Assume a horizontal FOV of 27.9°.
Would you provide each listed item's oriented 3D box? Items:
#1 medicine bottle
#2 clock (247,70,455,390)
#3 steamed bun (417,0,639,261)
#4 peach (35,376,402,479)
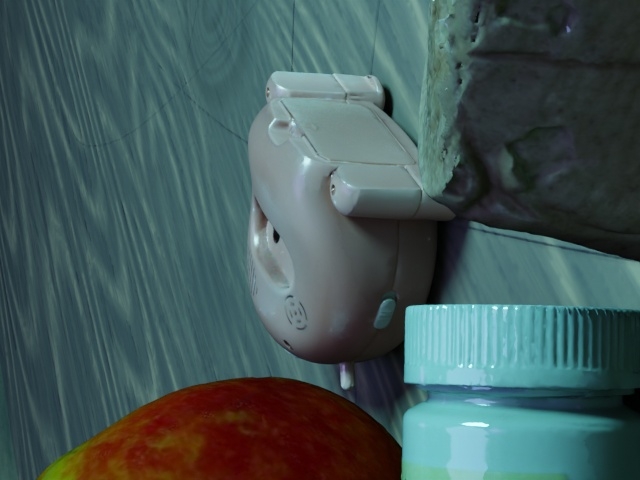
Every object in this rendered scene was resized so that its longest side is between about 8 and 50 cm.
[{"bbox_3d":[0.129,0.201,0.815,0.158,0.158,0.318,171,100,-64],"label":"medicine bottle"},{"bbox_3d":[0.000,0.000,1.134,0.227,0.142,0.241,-121,37,-50],"label":"clock"},{"bbox_3d":[0.170,-0.146,0.659,0.199,0.251,0.301,-99,19,-53],"label":"steamed bun"},{"bbox_3d":[-0.060,0.299,0.975,0.388,0.388,0.388,-178,90,-65],"label":"peach"}]
